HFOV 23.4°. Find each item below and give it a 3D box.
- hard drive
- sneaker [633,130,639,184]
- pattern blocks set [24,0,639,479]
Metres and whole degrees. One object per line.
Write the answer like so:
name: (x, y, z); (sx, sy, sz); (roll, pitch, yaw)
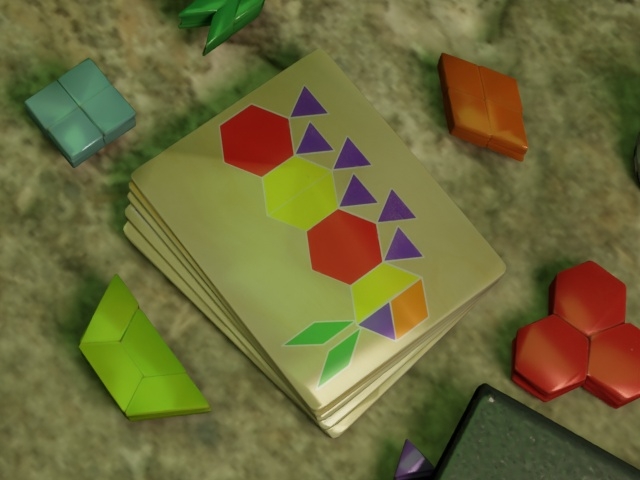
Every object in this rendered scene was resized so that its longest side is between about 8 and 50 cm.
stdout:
hard drive: (0.118, 0.145, 0.775); (0.135, 0.022, 0.094); (30, 75, 0)
sneaker: (0.285, -0.036, 0.830); (0.223, 0.098, 0.083); (11, 67, 4)
pattern blocks set: (0.000, 0.000, 0.843); (0.285, 0.026, 0.325); (-27, 74, -13)
